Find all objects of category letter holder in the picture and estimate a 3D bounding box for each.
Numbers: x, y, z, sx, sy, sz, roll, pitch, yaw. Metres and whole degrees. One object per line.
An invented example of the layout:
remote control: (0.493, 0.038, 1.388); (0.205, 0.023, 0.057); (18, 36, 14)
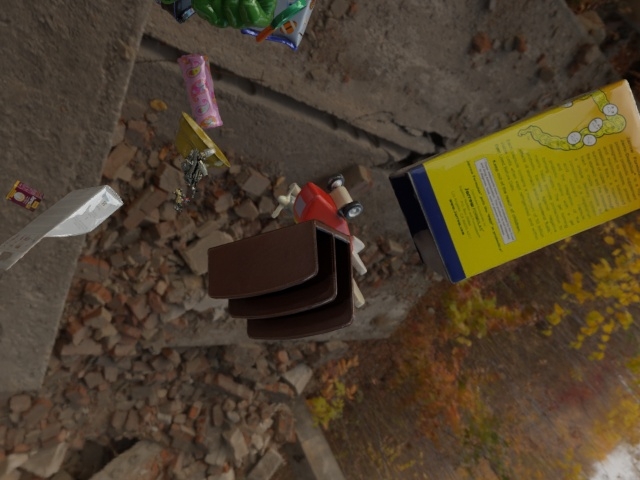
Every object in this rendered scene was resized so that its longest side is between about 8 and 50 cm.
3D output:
letter holder: (-0.092, 0.104, 1.034); (0.301, 0.215, 0.152); (-14, 159, 30)

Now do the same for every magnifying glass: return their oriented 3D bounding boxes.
magnifying glass: (-0.116, -0.604, 1.294); (0.092, 0.231, 0.026); (-44, 113, -28)

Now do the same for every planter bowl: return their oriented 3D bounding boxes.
planter bowl: (-0.385, -0.285, 1.449); (0.090, 0.217, 0.217); (-39, 147, 2)

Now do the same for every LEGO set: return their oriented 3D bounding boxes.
LEGO set: (-0.131, -0.063, 0.457); (0.023, 0.054, 0.083); (17, 119, -33)

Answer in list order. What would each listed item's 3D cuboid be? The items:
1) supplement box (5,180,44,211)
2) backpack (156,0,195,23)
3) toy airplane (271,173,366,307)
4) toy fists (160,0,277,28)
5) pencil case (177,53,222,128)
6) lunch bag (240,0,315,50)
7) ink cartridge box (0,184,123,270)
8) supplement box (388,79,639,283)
supplement box: (-0.906, -0.135, 1.432); (0.083, 0.043, 0.055); (33, 102, -31)
backpack: (-0.380, -0.742, 1.348); (0.173, 0.117, 0.158); (-41, 163, -27)
toy airplane: (0.000, 0.000, 1.451); (0.272, 0.386, 0.385); (-27, 102, -5)
toy fists: (-0.198, -0.424, 0.728); (0.279, 0.096, 0.142); (22, 144, -4)
pencil case: (-0.468, -0.572, 1.813); (0.124, 0.124, 0.284); (-18, 116, -21)
lunch bag: (-0.120, -0.841, 1.473); (0.238, 0.386, 0.328); (12, 128, -24)
ink cartridge box: (-0.867, -0.025, 1.515); (0.385, 0.308, 0.091); (-54, 127, -31)
supplement box: (0.326, -0.096, 0.796); (0.356, 0.195, 0.194); (-22, -174, 1)
